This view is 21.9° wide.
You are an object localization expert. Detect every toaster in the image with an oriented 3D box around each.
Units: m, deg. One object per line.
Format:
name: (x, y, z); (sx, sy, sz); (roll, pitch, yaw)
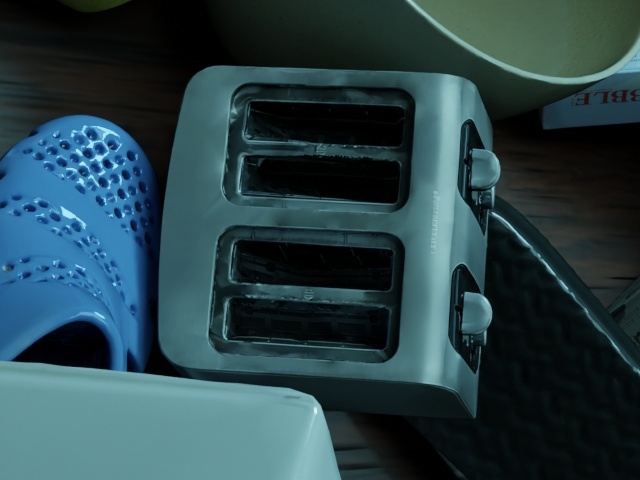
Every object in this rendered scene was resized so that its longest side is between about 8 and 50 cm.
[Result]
toaster: (0.000, 0.000, 0.864); (0.186, 0.110, 0.168); (3, 76, 8)

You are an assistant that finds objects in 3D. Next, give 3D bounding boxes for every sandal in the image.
sandal: (0.186, 0.148, 0.979); (0.446, 0.167, 0.107); (54, 17, -2)
sandal: (-0.128, 0.063, 0.757); (0.126, 0.138, 0.317); (31, 48, -23)

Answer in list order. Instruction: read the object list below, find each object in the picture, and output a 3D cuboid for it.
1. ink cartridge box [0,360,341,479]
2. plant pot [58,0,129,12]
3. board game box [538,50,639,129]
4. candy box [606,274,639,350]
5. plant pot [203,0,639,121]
ink cartridge box: (-0.071, 0.260, 0.534); (0.384, 0.160, 0.279); (75, 23, -49)
plant pot: (-0.128, -0.184, 0.913); (0.095, 0.134, 0.134); (63, 38, -31)
board game box: (0.300, -0.235, 1.200); (0.319, 0.066, 0.318); (-3, 58, 2)
candy box: (0.283, 0.015, 1.122); (0.071, 0.159, 0.233); (49, 44, 5)
plant pot: (0.034, -0.178, 0.993); (0.284, 0.191, 0.284); (21, 54, -32)
